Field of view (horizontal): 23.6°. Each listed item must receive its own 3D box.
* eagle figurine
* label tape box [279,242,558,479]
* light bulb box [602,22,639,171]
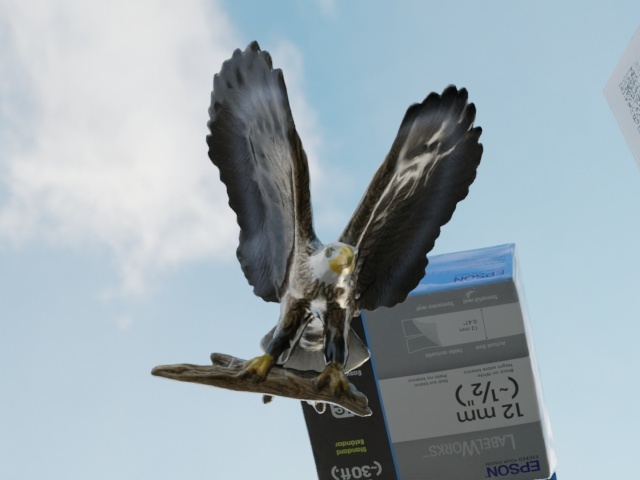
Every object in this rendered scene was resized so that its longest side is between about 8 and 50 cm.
[{"bbox_3d":[0.006,-0.001,1.353,0.226,0.225,0.298,19,-104,-42],"label":"eagle figurine"},{"bbox_3d":[0.118,0.195,1.647,0.249,0.115,0.348,-9,-73,10],"label":"label tape box"},{"bbox_3d":[0.451,-0.083,1.355,0.225,0.358,0.361,-22,-13,-6],"label":"light bulb box"}]
